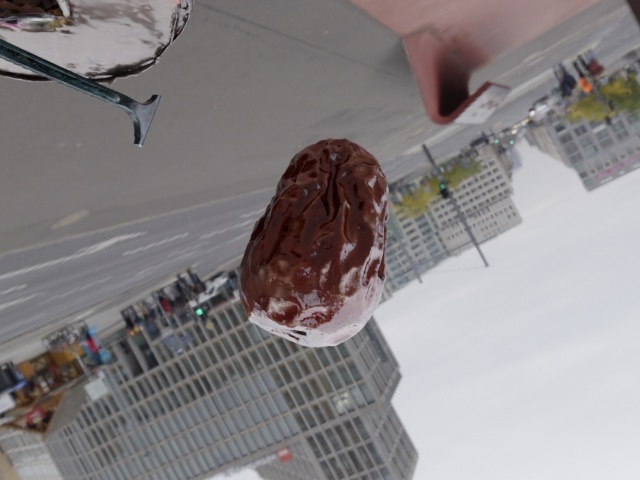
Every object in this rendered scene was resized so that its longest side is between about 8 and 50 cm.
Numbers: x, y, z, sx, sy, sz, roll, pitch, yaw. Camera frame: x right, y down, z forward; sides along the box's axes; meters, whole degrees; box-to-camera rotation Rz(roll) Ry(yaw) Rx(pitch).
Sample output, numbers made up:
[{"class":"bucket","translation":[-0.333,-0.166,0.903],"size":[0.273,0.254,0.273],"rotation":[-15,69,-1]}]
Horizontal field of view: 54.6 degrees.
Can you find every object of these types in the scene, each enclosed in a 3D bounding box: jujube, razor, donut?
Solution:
[{"class":"jujube","translation":[0.000,0.000,0.666],"size":[0.155,0.155,0.230],"rotation":[-28,-139,46]},{"class":"razor","translation":[-0.263,-0.169,0.647],"size":[0.033,0.190,0.066],"rotation":[-13,-123,62]},{"class":"donut","translation":[-0.253,-0.280,0.597],"size":[0.259,0.136,0.345],"rotation":[-2,164,-8]}]
